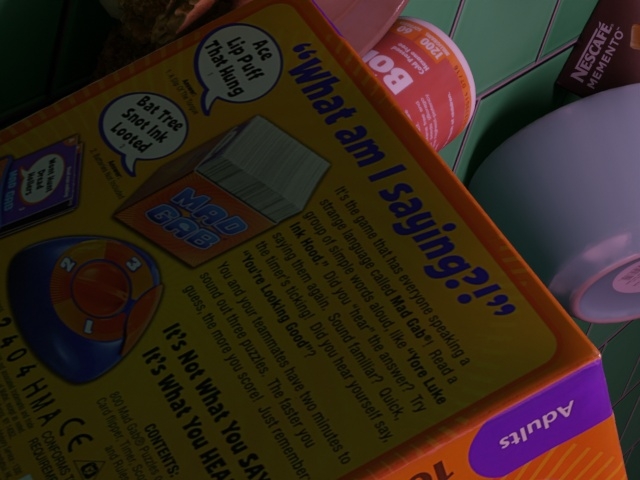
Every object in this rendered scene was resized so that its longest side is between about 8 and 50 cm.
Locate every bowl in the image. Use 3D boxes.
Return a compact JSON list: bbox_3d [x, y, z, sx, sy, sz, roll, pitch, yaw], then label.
[{"bbox_3d":[0.327,-0.021,2.123,0.312,0.163,0.311,-13,154,-6],"label":"bowl"}]

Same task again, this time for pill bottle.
[{"bbox_3d":[0.024,-0.090,1.610,0.216,0.121,0.121,-40,152,-42],"label":"pill bottle"}]

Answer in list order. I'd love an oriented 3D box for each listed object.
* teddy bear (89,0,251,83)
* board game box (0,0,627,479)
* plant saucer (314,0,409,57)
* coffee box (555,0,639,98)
[{"bbox_3d":[-0.111,-0.109,1.335,0.245,0.113,0.338,-45,164,-15],"label":"teddy bear"},{"bbox_3d":[-0.051,0.140,1.173,0.356,0.356,0.356,-28,138,-7],"label":"board game box"},{"bbox_3d":[0.031,-0.255,1.495,0.278,0.041,0.278,-48,155,-31],"label":"plant saucer"},{"bbox_3d":[0.390,-0.248,2.198,0.246,0.141,0.098,-62,159,11],"label":"coffee box"}]
